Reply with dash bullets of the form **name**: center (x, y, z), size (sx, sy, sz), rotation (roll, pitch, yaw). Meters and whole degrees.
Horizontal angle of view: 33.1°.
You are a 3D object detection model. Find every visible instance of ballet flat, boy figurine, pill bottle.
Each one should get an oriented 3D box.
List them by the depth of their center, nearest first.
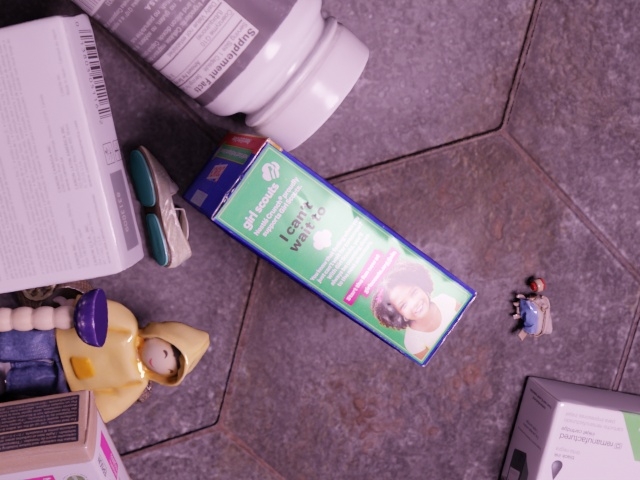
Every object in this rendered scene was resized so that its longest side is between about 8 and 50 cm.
- **pill bottle**: center (-0.130, -0.281, 1.292), size (0.361, 0.204, 0.204), rotation (38, 91, -17)
- **boy figurine**: center (-0.280, 0.154, 1.346), size (0.285, 0.092, 0.177), rotation (-2, 105, 6)
- **ballet flat**: center (-0.306, 0.120, 1.407), size (0.084, 0.058, 0.250), rotation (-38, 106, -4)
- **ballet flat**: center (-0.206, -0.047, 1.408), size (0.052, 0.057, 0.168), rotation (-23, 111, -36)

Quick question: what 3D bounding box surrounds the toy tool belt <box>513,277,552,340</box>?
- **toy tool belt**: center (0.300, 0.099, 1.542), size (0.051, 0.052, 0.083), rotation (-14, 103, -18)

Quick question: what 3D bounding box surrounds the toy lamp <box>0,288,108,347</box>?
- **toy lamp**: center (-0.394, 0.093, 1.278), size (0.275, 0.080, 0.080), rotation (0, 101, 2)

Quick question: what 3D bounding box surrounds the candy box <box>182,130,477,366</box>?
- **candy box**: center (0.000, 0.000, 1.342), size (0.317, 0.268, 0.122), rotation (34, 89, -17)

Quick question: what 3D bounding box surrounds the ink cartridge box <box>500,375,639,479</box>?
- **ink cartridge box**: center (0.381, 0.366, 1.575), size (0.211, 0.121, 0.289), rotation (11, 99, -14)

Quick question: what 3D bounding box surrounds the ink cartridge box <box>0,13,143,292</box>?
- **ink cartridge box**: center (-0.435, -0.087, 1.318), size (0.385, 0.091, 0.308), rotation (-9, 101, 13)

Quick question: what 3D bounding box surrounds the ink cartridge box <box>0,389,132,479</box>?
- **ink cartridge box**: center (-0.353, 0.298, 1.348), size (0.193, 0.088, 0.234), rotation (-9, 137, 1)
